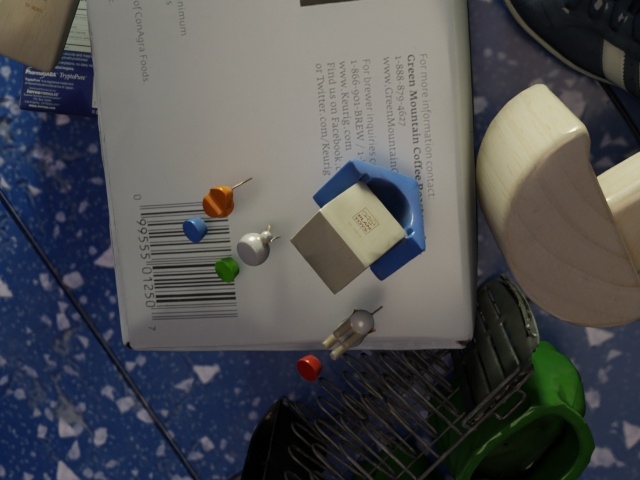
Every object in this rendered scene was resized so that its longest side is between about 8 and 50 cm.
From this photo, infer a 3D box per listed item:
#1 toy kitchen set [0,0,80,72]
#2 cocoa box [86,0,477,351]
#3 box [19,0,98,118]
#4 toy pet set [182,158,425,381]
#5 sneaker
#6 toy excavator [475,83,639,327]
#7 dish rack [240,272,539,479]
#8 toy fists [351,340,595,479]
[{"bbox_3d":[-0.295,-0.251,0.675,0.207,0.166,0.122,21,109,-15],"label":"toy kitchen set"},{"bbox_3d":[-0.009,-0.118,0.578,0.231,0.228,0.347,-3,99,12],"label":"cocoa box"},{"bbox_3d":[-0.186,-0.218,0.695,0.136,0.036,0.225,8,101,10],"label":"box"},{"bbox_3d":[0.000,0.000,0.459,0.122,0.065,0.114,51,139,3],"label":"toy pet set"},{"bbox_3d":[0.273,-0.140,0.562,0.350,0.148,0.131,35,103,4],"label":"sneaker"},{"bbox_3d":[0.301,-0.169,0.377,0.432,0.222,0.445,-4,117,0],"label":"toy excavator"},{"bbox_3d":[0.048,0.128,0.625,0.074,0.208,0.271,41,104,-10],"label":"dish rack"},{"bbox_3d":[0.104,0.196,0.654,0.096,0.142,0.279,37,104,-13],"label":"toy fists"}]
